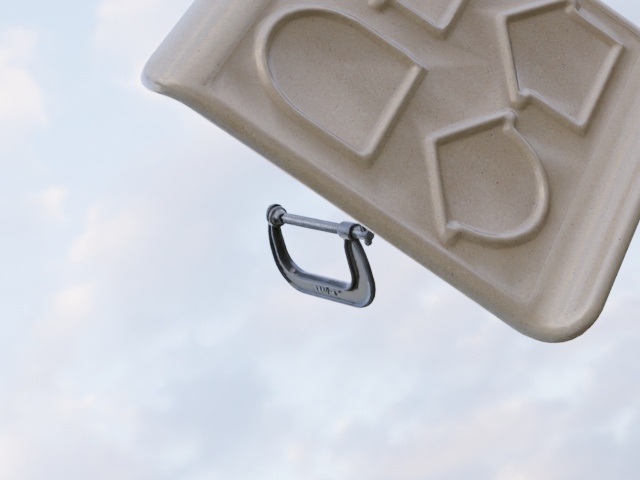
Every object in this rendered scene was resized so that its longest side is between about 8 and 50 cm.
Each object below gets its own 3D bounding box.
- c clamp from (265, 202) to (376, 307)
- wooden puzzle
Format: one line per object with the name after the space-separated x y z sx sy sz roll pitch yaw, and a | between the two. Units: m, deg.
0.000 0.000 1.432 0.022 0.160 0.137 -37 -64 -33 | c clamp
0.081 -0.114 1.124 0.322 0.347 0.080 -59 1 -38 | wooden puzzle
